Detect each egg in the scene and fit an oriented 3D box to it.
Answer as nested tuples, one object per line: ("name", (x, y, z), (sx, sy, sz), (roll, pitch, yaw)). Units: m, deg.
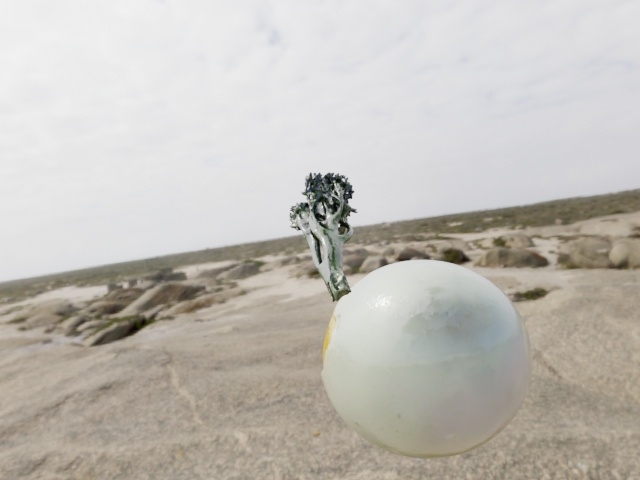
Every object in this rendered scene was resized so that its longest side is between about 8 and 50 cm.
("egg", (0.149, 0.165, 0.759), (0.283, 0.283, 0.345), (-8, -14, -15))

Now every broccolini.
("broccolini", (0.013, 0.003, 0.505), (0.058, 0.074, 0.201), (18, 29, -22))
